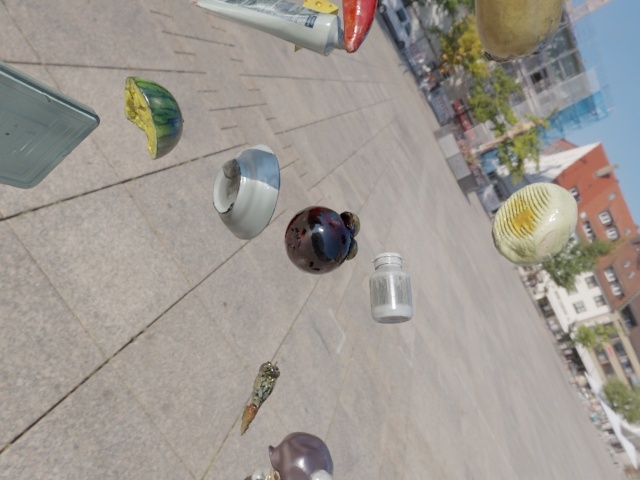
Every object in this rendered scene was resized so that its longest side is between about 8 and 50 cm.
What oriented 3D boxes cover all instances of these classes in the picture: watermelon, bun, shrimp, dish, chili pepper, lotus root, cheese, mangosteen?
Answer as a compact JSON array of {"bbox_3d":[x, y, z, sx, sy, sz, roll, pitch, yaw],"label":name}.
[{"bbox_3d":[-0.664,-0.514,1.750,0.189,0.330,0.331,-27,92,-38],"label":"watermelon"},{"bbox_3d":[0.592,-0.040,1.185,0.153,0.244,0.244,37,32,-20],"label":"bun"},{"bbox_3d":[-0.168,0.418,1.126,0.058,0.253,0.173,26,47,4],"label":"shrimp"},{"bbox_3d":[-0.256,-0.159,1.335,0.106,0.316,0.317,10,55,-40],"label":"dish"},{"bbox_3d":[0.067,-0.447,0.757,0.063,0.071,0.272,141,-49,-76],"label":"chili pepper"},{"bbox_3d":[0.405,-0.530,0.884,0.183,0.182,0.310,-81,154,-54],"label":"lotus root"},{"bbox_3d":[-0.040,-0.698,1.383,0.126,0.171,0.093,33,-19,2],"label":"cheese"},{"bbox_3d":[0.000,0.000,1.180,0.210,0.209,0.210,47,28,-35],"label":"mangosteen"}]

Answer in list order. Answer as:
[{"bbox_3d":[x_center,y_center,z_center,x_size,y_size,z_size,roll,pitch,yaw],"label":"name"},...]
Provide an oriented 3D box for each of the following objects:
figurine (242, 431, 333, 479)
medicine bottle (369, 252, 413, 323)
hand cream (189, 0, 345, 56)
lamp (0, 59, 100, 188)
[{"bbox_3d":[-0.125,0.777,1.398,0.218,0.365,0.206,56,11,16],"label":"figurine"},{"bbox_3d":[0.227,0.154,1.400,0.135,0.135,0.215,32,50,-52],"label":"medicine bottle"},{"bbox_3d":[-0.090,-0.454,0.876,0.078,0.340,0.124,100,15,-53],"label":"hand cream"},{"bbox_3d":[-0.653,-0.229,0.899,0.047,0.266,0.269,54,11,17],"label":"lamp"}]
